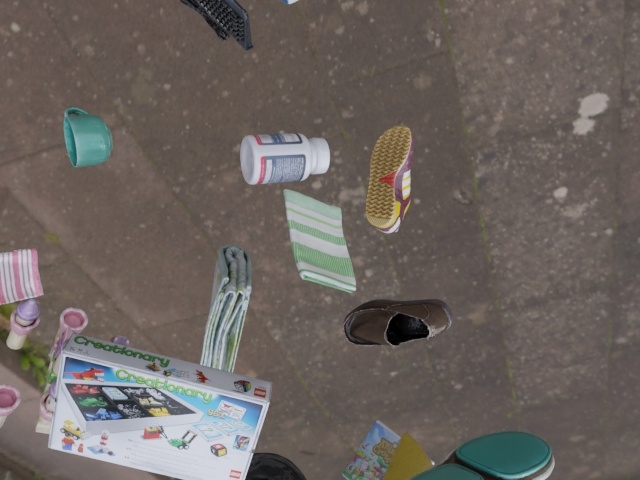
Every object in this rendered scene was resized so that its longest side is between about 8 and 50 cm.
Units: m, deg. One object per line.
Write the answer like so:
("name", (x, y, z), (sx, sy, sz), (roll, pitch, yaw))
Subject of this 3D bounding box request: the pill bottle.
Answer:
("pill bottle", (-0.077, -0.182, 1.421), (0.180, 0.108, 0.108), (-6, 141, -23))

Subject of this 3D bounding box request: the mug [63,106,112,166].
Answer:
("mug", (-0.598, -0.273, 1.663), (0.097, 0.157, 0.129), (-12, -172, -30))

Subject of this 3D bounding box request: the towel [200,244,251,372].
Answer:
("towel", (-0.247, 0.202, 1.624), (0.090, 0.374, 0.320), (12, 101, -9))

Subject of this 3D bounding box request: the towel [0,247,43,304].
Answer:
("towel", (-0.873, 0.105, 1.786), (0.029, 0.144, 0.197), (0, -171, 38))

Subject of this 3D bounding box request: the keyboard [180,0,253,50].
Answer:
("keyboard", (-0.258, -0.528, 1.405), (0.033, 0.317, 0.201), (-39, 167, -12))

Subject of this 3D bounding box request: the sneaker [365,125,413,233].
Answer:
("sneaker", (0.125, -0.105, 1.119), (0.070, 0.185, 0.084), (11, 172, 26))

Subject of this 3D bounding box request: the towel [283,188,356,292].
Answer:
("towel", (0.000, 0.000, 2.077), (0.248, 0.324, 0.038), (18, 140, -38))

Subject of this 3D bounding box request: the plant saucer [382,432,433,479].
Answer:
("plant saucer", (0.162, 0.593, 1.203), (0.081, 0.333, 0.332), (2, 112, 23))

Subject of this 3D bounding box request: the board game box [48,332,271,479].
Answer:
("board game box", (-0.245, 0.266, 0.978), (0.305, 0.053, 0.193), (16, 115, -6))

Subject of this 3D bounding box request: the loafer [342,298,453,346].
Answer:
("loafer", (0.203, 0.246, 1.906), (0.366, 0.130, 0.133), (-17, 95, 37))

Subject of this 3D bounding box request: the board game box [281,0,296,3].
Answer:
("board game box", (-0.112, -0.683, 1.381), (0.097, 0.224, 0.303), (-28, 122, -7))

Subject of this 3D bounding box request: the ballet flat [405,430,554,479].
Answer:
("ballet flat", (0.241, 0.407, 1.024), (0.400, 0.139, 0.139), (-1, 147, -48))

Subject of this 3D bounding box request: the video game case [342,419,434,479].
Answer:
("video game case", (0.192, 0.657, 1.853), (0.193, 0.212, 0.023), (-55, 142, -6))

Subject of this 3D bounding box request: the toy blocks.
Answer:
("toy blocks", (-0.593, 0.289, 1.534), (0.309, 0.288, 0.260), (18, 132, -26))

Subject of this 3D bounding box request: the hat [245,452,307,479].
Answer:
("hat", (-0.175, 0.764, 1.819), (0.331, 0.331, 0.134), (-7, 161, 3))
